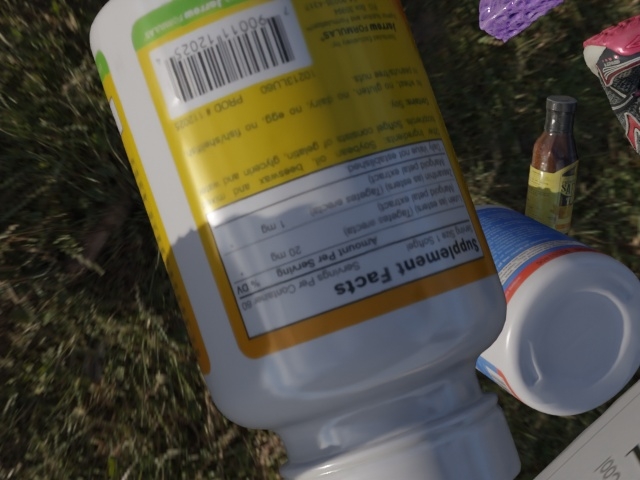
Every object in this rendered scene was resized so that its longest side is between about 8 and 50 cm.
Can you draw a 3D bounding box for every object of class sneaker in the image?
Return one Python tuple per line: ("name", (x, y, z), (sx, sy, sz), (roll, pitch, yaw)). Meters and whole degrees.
("sneaker", (0.336, -0.123, 1.175), (0.121, 0.299, 0.112), (-19, 63, 24))

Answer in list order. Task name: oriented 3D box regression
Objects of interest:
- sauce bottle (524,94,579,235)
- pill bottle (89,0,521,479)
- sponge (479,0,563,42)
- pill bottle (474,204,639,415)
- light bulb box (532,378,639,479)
("sauce bottle", (0.200, -0.060, 1.086), (0.042, 0.042, 0.128), (-1, 114, -7))
("pill bottle", (0.000, 0.000, 0.555), (0.136, 0.136, 0.245), (-19, 87, -7))
("sponge", (0.165, -0.252, 0.914), (0.031, 0.117, 0.210), (26, 51, -30))
("pill bottle", (0.146, 0.041, 0.988), (0.124, 0.221, 0.124), (-7, 108, -20))
("light bulb box", (0.055, 0.238, 0.212), (0.225, 0.358, 0.361), (44, 100, -3))
